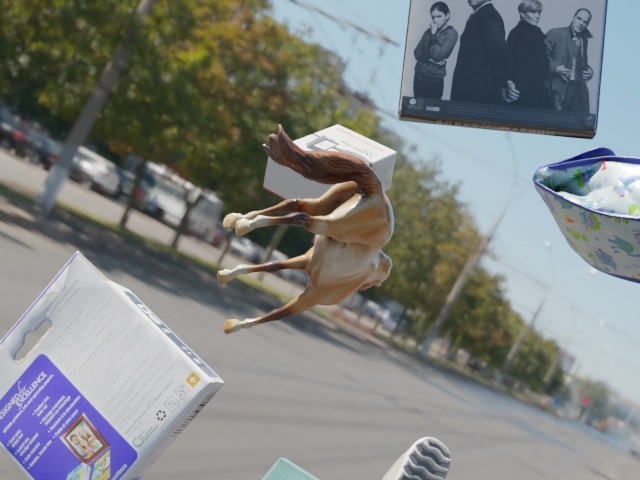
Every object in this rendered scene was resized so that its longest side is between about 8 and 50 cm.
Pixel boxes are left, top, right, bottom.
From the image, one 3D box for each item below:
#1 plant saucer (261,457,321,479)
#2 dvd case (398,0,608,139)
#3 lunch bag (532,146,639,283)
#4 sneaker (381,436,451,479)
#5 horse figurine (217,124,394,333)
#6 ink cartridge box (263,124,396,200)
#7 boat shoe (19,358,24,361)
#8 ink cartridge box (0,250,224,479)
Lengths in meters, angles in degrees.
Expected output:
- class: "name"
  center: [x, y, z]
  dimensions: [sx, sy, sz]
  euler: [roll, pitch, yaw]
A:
- class: "plant saucer"
  center: [-0.015, 0.355, 1.665]
  dimensions: [0.192, 0.067, 0.018]
  euler: [21, -28, 48]
- class: "dvd case"
  center: [0.172, -0.219, 1.114]
  dimensions: [0.179, 0.239, 0.029]
  euler: [6, -10, 4]
- class: "lunch bag"
  center: [0.310, -0.026, 1.288]
  dimensions: [0.151, 0.096, 0.129]
  euler: [8, -33, 40]
- class: "sneaker"
  center: [0.127, 0.468, 2.072]
  dimensions: [0.105, 0.281, 0.115]
  euler: [38, -16, 2]
- class: "horse figurine"
  center: [0.000, 0.000, 1.060]
  dimensions: [0.263, 0.174, 0.066]
  euler: [100, -27, -55]
- class: "ink cartridge box"
  center: [0.015, -0.095, 1.639]
  dimensions: [0.109, 0.063, 0.150]
  euler: [28, 35, 29]
- class: "boat shoe"
  center: [-0.332, 0.162, 1.511]
  dimensions: [0.153, 0.048, 0.056]
  euler: [0, -21, -9]
- class: "ink cartridge box"
  center: [-0.239, 0.153, 1.247]
  dimensions: [0.208, 0.206, 0.045]
  euler: [42, 2, 18]
